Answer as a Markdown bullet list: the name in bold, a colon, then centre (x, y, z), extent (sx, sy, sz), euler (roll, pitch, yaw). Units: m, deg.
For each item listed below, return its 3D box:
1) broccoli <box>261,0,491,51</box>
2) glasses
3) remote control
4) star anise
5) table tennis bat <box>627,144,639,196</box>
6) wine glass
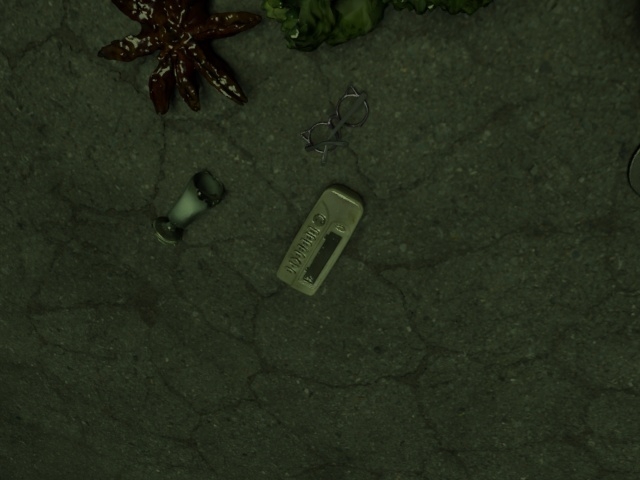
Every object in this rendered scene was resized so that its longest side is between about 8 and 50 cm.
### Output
- **broccoli**: centre (0.076, -0.382, 0.471), extent (0.338, 0.317, 0.278), euler (-15, 111, -7)
- **glasses**: centre (0.016, -0.172, 0.685), extent (0.140, 0.104, 0.062), euler (-36, 106, 31)
- **remote control**: centre (0.000, 0.001, 0.813), extent (0.090, 0.049, 0.230), euler (29, 120, -4)
- **star anise**: centre (-0.225, -0.317, 0.678), extent (0.287, 0.088, 0.289), euler (6, 121, 10)
- **table tennis bat**: centre (0.583, -0.091, 0.643), extent (0.234, 0.022, 0.131), euler (24, 119, 3)
- **wine glass**: centre (-0.255, -0.059, 0.834), extent (0.155, 0.072, 0.072), euler (-38, 104, 28)
